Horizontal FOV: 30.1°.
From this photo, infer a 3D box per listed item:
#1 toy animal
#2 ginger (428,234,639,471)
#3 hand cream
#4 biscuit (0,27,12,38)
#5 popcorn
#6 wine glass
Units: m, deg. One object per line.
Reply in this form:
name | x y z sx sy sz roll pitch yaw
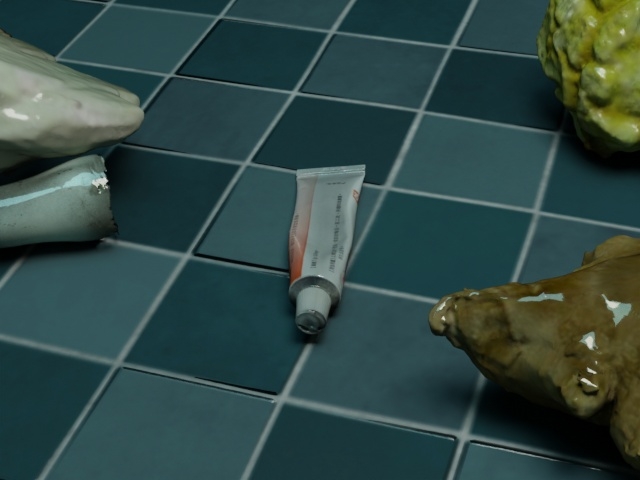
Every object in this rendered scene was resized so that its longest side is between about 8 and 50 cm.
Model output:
toy animal | -0.321 -0.106 0.970 0.308 0.188 0.266 22 4 -37
ginger | 0.209 0.072 0.749 0.270 0.123 0.219 -9 35 7
hand cream | -0.001 -0.001 0.922 0.052 0.038 0.216 22 32 -8
biscuit | -0.394 -0.206 1.180 0.094 0.054 0.379 -30 46 -29
popcorn | 0.284 -0.160 1.008 0.185 0.167 0.187 -15 70 -53
wine glass | -0.241 -0.020 0.927 0.155 0.072 0.072 -14 40 -14
